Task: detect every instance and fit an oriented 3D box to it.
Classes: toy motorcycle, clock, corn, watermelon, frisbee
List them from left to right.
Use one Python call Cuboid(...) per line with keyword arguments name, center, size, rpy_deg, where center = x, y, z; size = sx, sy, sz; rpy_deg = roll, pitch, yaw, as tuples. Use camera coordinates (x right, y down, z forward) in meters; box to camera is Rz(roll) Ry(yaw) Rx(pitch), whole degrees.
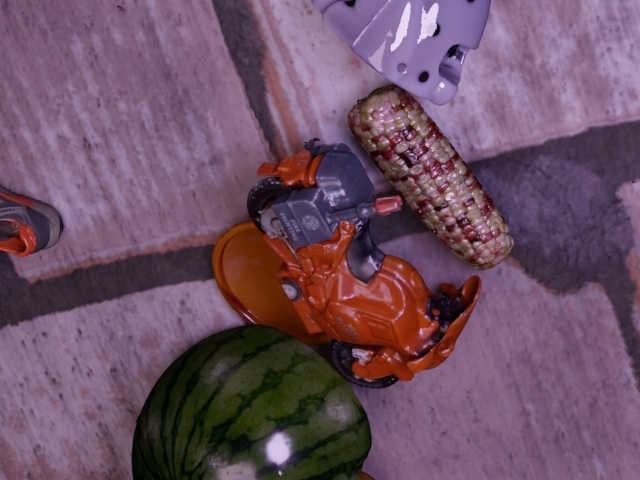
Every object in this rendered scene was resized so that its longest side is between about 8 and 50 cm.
Cuboid(name="watermelon", center=(-0.117, 0.265, 1.823), size=(0.330, 0.189, 0.331), rpy_deg=(1, 92, 29))
Cuboid(name="frisbee", center=(-0.042, 0.047, 1.831), size=(0.192, 0.035, 0.192), rpy_deg=(15, 132, 17))
Cuboid(name="toy motorcycle", center=(0.057, 0.036, 1.691), size=(0.221, 0.148, 0.326), rpy_deg=(-14, 119, 30))
Cuboid(name="corn", center=(0.130, -0.067, 1.701), size=(0.086, 0.086, 0.253), rpy_deg=(-34, 100, 28))
Cuboid(name="clock", center=(0.132, -0.293, 1.564), size=(0.189, 0.189, 0.254), rpy_deg=(34, 107, 2))

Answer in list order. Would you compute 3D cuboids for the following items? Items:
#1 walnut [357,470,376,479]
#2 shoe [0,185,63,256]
Cuboid(name="walnut", center=(-0.010, 0.349, 1.922), size=(0.207, 0.116, 0.116), rpy_deg=(-18, 106, 30))
Cuboid(name="shoe", center=(-0.431, -0.031, 1.916), size=(0.194, 0.077, 0.074), rpy_deg=(18, 118, 10))
